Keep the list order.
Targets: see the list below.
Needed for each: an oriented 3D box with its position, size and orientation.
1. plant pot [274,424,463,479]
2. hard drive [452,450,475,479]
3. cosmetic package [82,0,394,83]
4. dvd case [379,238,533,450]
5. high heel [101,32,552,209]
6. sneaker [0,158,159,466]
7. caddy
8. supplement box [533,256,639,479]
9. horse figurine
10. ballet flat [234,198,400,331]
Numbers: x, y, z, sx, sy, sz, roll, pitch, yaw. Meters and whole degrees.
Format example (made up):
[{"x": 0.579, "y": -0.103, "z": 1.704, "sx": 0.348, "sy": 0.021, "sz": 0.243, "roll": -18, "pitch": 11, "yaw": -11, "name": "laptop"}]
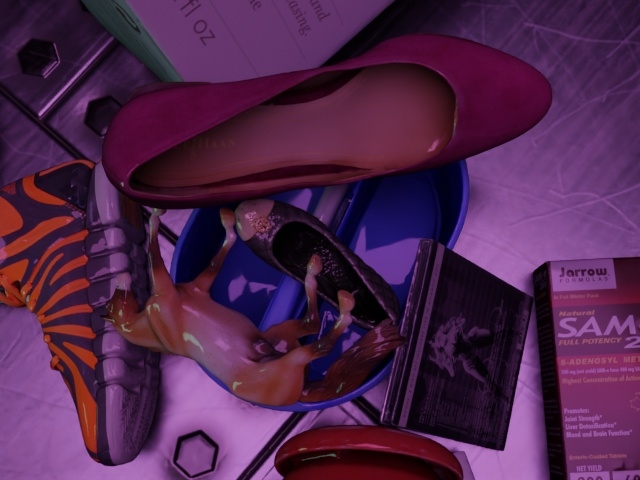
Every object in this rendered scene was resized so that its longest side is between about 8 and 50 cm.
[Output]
[{"x": 0.034, "y": 0.258, "z": 0.764, "sx": 0.191, "sy": 0.191, "sz": 0.174, "roll": 3, "pitch": 62, "yaw": 3, "name": "plant pot"}, {"x": 0.084, "y": 0.398, "z": 0.823, "sx": 0.233, "sy": 0.047, "sz": 0.353, "roll": -17, "pitch": 64, "yaw": -2, "name": "hard drive"}, {"x": -0.087, "y": -0.384, "z": 0.830, "sx": 0.394, "sy": 0.329, "sz": 0.327, "roll": -42, "pitch": 53, "yaw": -5, "name": "cosmetic package"}, {"x": 0.137, "y": 0.107, "z": 0.850, "sx": 0.018, "sy": 0.221, "sz": 0.164, "roll": 6, "pitch": 77, "yaw": 38, "name": "dvd case"}, {"x": 0.022, "y": -0.080, "z": 0.712, "sx": 0.378, "sy": 0.181, "sz": 0.127, "roll": -9, "pitch": 116, "yaw": -5, "name": "high heel"}, {"x": -0.270, "y": 0.077, "z": 0.916, "sx": 0.180, "sy": 0.124, "sz": 0.321, "roll": -10, "pitch": 68, "yaw": 4, "name": "sneaker"}, {"x": 0.000, "y": 0.000, "z": 0.881, "sx": 0.241, "sy": 0.179, "sz": 0.341, "roll": 24, "pitch": 81, "yaw": 5, "name": "caddy"}, {"x": 0.293, "y": 0.139, "z": 0.898, "sx": 0.130, "sy": 0.073, "sz": 0.239, "roll": -3, "pitch": 78, "yaw": 1, "name": "supplement box"}, {"x": -0.067, "y": 0.070, "z": 0.760, "sx": 0.263, "sy": 0.066, "sz": 0.174, "roll": 26, "pitch": 122, "yaw": 6, "name": "horse figurine"}, {"x": 0.001, "y": 0.019, "z": 0.766, "sx": 0.173, "sy": 0.049, "sz": 0.057, "roll": 35, "pitch": 93, "yaw": -12, "name": "ballet flat"}]
